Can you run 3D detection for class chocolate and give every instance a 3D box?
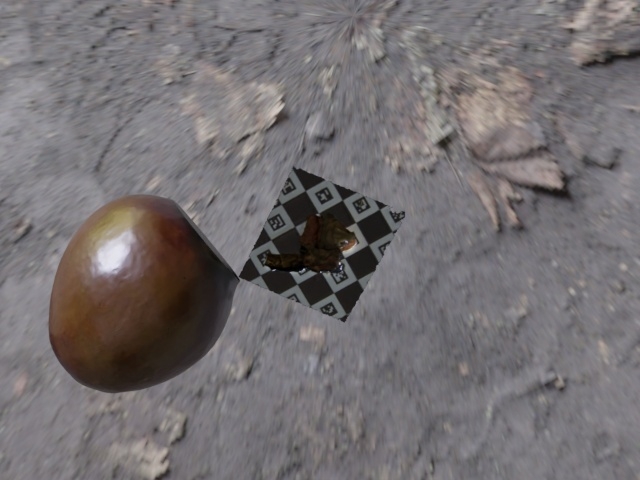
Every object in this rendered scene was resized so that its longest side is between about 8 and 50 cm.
[{"bbox_3d":[-0.157,0.046,1.451,0.177,0.177,0.176,0,97,1],"label":"chocolate"}]

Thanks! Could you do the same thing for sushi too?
[{"bbox_3d":[0.000,0.000,1.659,0.120,0.026,0.126,24,106,-14],"label":"sushi"}]
